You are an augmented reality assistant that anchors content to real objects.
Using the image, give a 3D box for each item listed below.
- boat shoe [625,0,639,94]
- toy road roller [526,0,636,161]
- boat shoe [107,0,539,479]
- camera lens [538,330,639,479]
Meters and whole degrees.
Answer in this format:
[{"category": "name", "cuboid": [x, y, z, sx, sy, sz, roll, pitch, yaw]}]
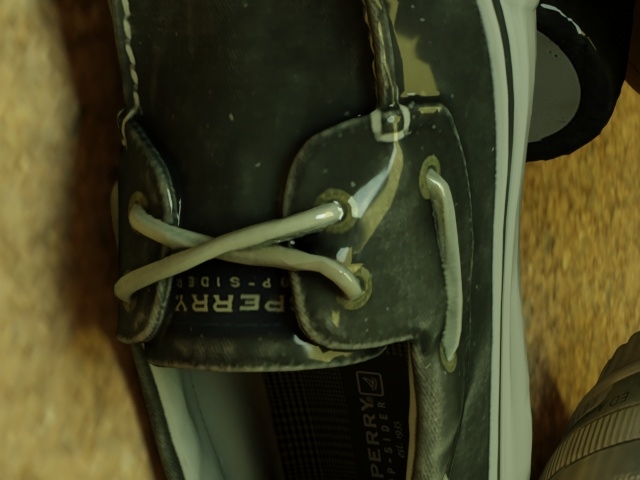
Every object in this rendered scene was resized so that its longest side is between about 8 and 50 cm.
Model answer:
[{"category": "boat shoe", "cuboid": [0.177, -0.235, 0.837, 0.123, 0.123, 0.342, -27, 108, -57]}, {"category": "toy road roller", "cuboid": [0.177, -0.147, 0.624, 0.240, 0.330, 0.202, 89, 19, -54]}, {"category": "boat shoe", "cuboid": [0.000, 0.000, 0.505, 0.119, 0.121, 0.335, -59, 142, -49]}, {"category": "camera lens", "cuboid": [0.175, 0.189, 0.733, 0.274, 0.219, 0.219, -65, 143, -38]}]
